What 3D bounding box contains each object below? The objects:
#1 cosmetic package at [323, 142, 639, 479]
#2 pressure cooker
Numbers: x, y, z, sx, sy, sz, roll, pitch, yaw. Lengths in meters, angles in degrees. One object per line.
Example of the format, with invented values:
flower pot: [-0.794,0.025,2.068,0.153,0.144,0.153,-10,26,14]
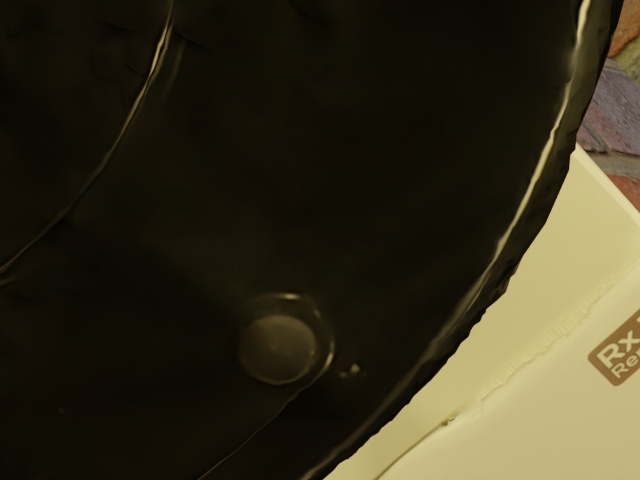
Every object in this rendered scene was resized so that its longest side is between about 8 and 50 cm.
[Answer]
cosmetic package: [0.000,0.000,0.714,0.156,0.217,0.385,42,12,-42]
pressure cooker: [-0.115,-0.135,0.482,0.375,0.370,0.420,37,19,-15]
